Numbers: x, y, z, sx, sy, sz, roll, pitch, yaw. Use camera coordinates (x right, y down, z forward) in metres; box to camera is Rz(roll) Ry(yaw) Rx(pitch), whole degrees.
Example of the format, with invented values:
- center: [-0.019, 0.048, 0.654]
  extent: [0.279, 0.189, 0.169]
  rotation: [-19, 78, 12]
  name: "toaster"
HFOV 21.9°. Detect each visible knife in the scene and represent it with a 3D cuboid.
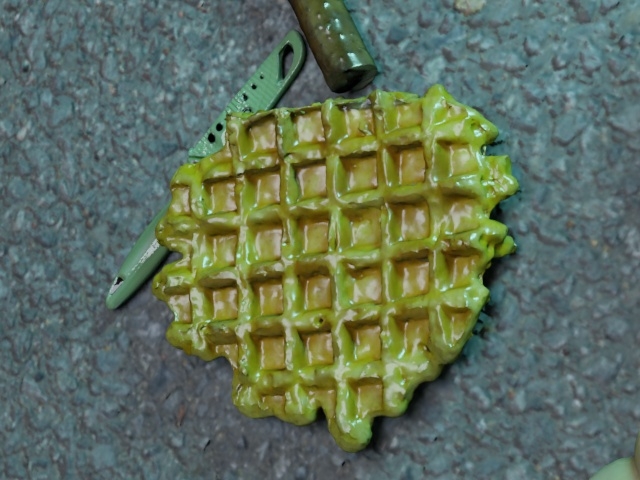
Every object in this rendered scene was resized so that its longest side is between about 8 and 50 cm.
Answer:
- center: [-0.103, -0.059, 1.426]
  extent: [0.043, 0.020, 0.293]
  rotation: [43, 101, 27]
  name: "knife"

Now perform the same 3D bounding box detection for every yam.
- center: [-0.038, -0.262, 1.417]
  extent: [0.045, 0.045, 0.327]
  rotation: [-23, 64, -7]
  name: "yam"

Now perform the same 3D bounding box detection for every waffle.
- center: [0.002, 0.001, 1.324]
  extent: [0.312, 0.060, 0.307]
  rotation: [31, 97, 28]
  name: "waffle"

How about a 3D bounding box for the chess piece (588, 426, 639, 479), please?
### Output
- center: [0.284, 0.143, 1.081]
  extent: [0.300, 0.167, 0.167]
  rotation: [-50, 59, 21]
  name: "chess piece"
